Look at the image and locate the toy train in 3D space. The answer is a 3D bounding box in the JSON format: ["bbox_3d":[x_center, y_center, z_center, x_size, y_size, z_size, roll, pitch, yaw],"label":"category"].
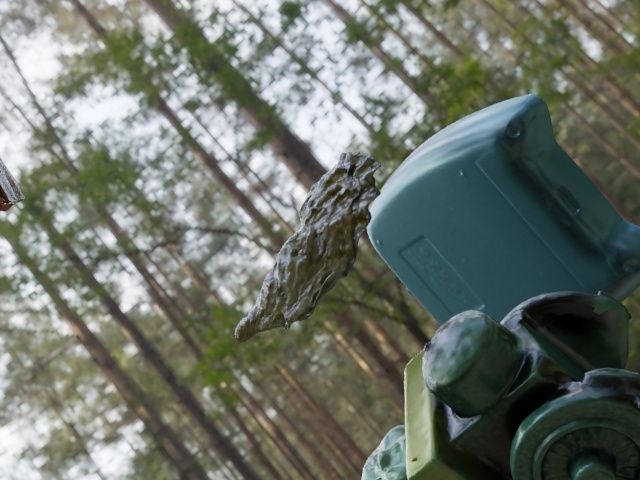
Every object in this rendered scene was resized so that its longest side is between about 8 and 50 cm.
[{"bbox_3d":[0.173,0.189,0.707,0.237,0.369,0.150,-44,19,24],"label":"toy train"}]

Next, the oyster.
[{"bbox_3d":[0.000,0.000,0.797,0.146,0.045,0.122,-55,8,42],"label":"oyster"}]

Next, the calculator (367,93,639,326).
[{"bbox_3d":[0.178,0.006,1.217,0.054,0.256,0.386,-42,1,-27],"label":"calculator"}]

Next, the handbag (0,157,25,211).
[{"bbox_3d":[-0.413,-0.129,1.309,0.059,0.212,0.157,-27,5,-8],"label":"handbag"}]
